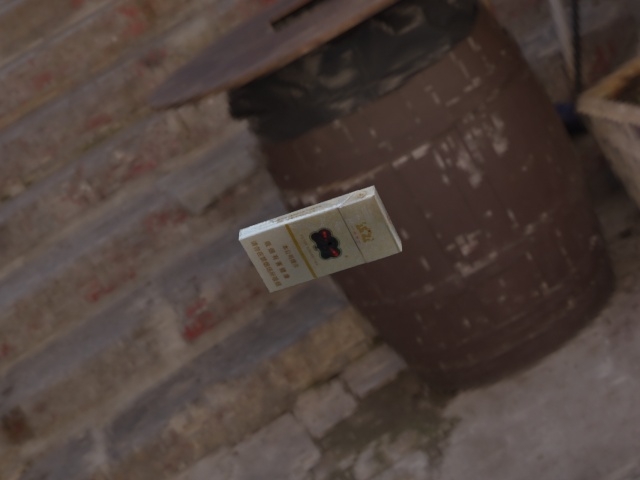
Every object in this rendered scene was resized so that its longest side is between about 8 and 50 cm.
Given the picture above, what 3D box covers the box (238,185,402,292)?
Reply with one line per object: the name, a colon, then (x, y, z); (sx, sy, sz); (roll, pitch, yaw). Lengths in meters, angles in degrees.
box: (0.000, 0.000, 1.428); (0.167, 0.090, 0.024); (-18, 37, 15)
